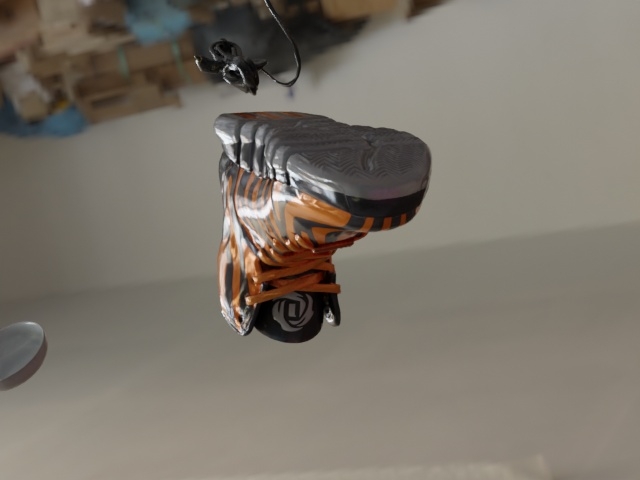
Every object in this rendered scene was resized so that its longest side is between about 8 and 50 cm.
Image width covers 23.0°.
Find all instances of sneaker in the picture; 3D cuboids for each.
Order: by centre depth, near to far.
[{"bbox_3d":[0.000,0.000,1.236,0.125,0.180,0.321,-2,-170,-17],"label":"sneaker"}]

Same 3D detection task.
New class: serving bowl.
[{"bbox_3d":[-0.292,0.115,1.492,0.083,0.027,0.083,-19,-145,14],"label":"serving bowl"}]

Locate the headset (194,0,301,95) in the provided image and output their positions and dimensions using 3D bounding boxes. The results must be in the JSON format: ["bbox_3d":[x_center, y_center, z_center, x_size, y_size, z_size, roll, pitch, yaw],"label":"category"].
[{"bbox_3d":[-0.011,-0.327,1.473,0.243,0.394,0.185,17,-172,-18],"label":"headset"}]
